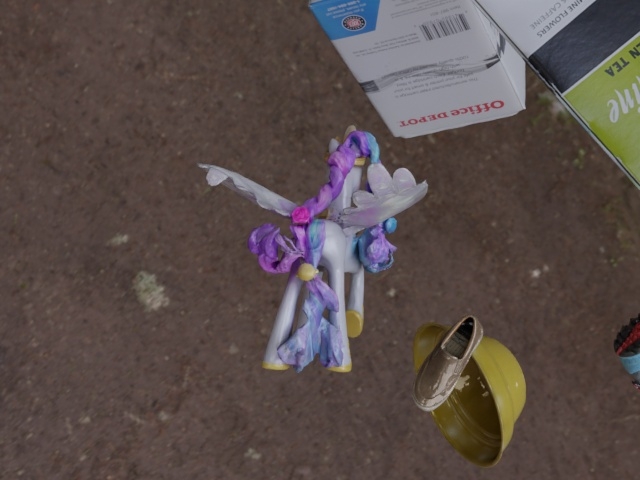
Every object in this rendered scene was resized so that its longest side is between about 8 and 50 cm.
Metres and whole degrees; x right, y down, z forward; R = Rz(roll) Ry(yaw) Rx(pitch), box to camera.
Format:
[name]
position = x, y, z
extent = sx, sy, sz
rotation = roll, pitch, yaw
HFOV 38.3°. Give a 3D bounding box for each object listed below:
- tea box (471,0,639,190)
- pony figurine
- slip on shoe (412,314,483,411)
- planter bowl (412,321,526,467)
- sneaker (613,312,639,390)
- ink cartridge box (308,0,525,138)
[tea box]
position = 0.321, -0.198, 0.663
extent = 0.323, 0.329, 0.220
rotation = 46, 21, -10
[pony figurine]
position = 0.000, 0.000, 1.308
extent = 0.351, 0.303, 0.363
rotation = 1, 96, -78
[slip on shoe]
position = 0.160, 0.152, 1.161
extent = 0.051, 0.041, 0.135
rotation = 35, 75, 22
[planter bowl]
position = 0.227, 0.203, 1.308
extent = 0.090, 0.217, 0.217
rotation = -20, 76, -21
[sneaker]
position = 0.532, 0.123, 1.248
extent = 0.125, 0.262, 0.104
rotation = 59, 8, -19
[ink cartridge box]
position = 0.155, -0.311, 1.377
extent = 0.307, 0.223, 0.129
rotation = 49, 41, -46
